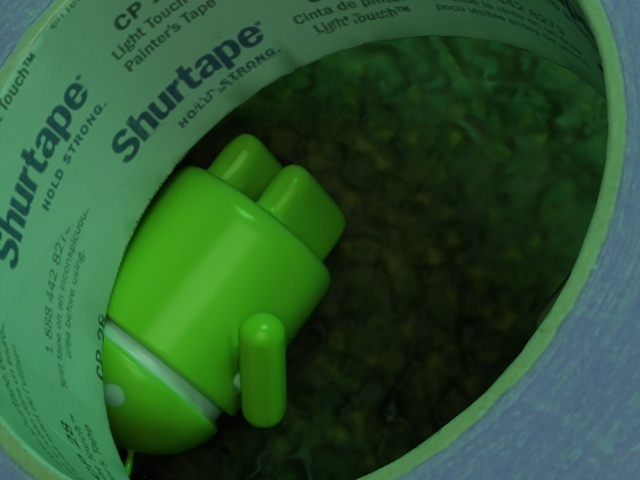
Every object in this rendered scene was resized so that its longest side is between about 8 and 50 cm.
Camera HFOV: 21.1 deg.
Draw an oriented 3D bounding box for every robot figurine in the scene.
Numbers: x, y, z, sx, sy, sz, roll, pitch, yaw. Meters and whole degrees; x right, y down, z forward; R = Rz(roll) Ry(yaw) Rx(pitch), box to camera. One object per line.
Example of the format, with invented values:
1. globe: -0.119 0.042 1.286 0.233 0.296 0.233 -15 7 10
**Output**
1. robot figurine: -0.043 0.022 0.573 0.101 0.067 0.115 35 82 33

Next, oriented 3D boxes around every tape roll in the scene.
1. tape roll: 0.000 0.000 0.469 0.275 0.090 0.275 -11 60 20

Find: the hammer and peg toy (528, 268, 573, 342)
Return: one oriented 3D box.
1. hammer and peg toy: 0.282 0.042 0.540 0.361 0.127 0.266 38 84 2
